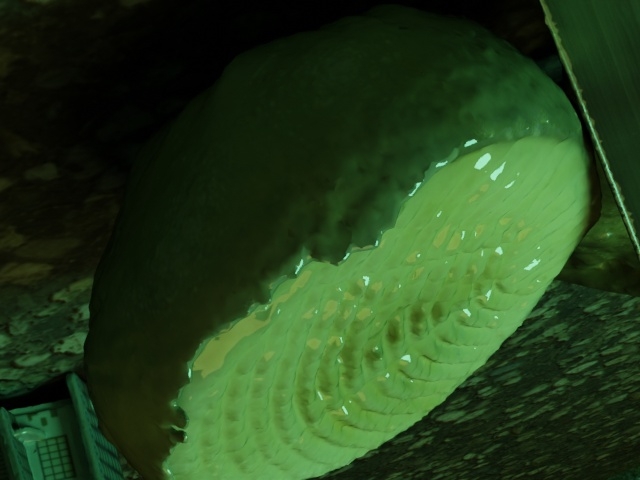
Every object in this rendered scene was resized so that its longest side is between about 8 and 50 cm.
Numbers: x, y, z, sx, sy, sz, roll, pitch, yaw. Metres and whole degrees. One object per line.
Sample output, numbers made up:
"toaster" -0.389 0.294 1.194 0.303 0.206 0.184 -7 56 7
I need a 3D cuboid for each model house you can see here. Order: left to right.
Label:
"model house" -0.272 0.256 1.292 0.215 0.224 0.198 -8 153 -22

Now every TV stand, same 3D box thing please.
"TV stand" 0.204 -0.087 0.880 0.082 0.088 0.270 -12 123 25

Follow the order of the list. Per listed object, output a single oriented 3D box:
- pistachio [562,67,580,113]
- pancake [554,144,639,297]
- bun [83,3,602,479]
"pistachio" 0.227 -0.139 0.973 0.126 0.108 0.185 -31 176 -41
"pancake" 0.194 -0.015 1.121 0.241 0.050 0.242 23 160 9
"bun" -0.005 -0.002 0.926 0.364 0.202 0.364 -33 154 -18
